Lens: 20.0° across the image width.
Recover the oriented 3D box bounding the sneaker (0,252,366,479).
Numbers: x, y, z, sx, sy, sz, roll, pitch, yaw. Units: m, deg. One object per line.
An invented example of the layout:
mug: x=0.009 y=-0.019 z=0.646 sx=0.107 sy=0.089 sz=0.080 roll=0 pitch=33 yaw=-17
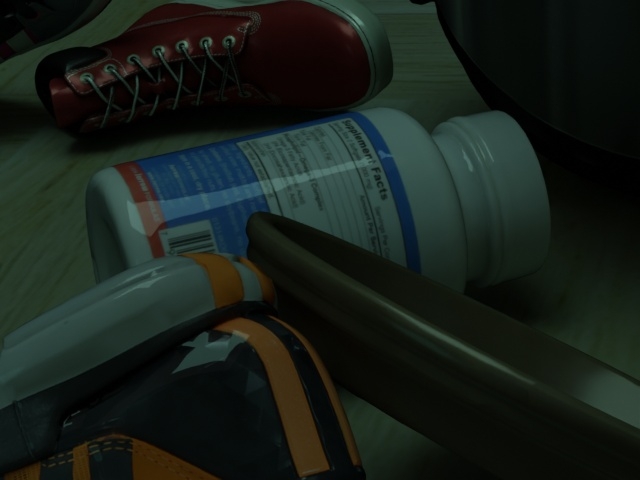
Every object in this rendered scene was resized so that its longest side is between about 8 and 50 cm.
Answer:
sneaker: x=-0.121 y=0.153 z=0.629 sx=0.321 sy=0.180 sz=0.124 roll=-32 pitch=-19 yaw=15

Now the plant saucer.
plant saucer: x=0.090 y=0.065 z=0.717 sx=0.278 sy=0.041 sz=0.278 roll=26 pitch=4 yaw=-2

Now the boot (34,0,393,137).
boot: x=-0.083 y=-0.111 z=1.244 sx=0.176 sy=0.088 sz=0.244 roll=-27 pitch=24 yaw=-38

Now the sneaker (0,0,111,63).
sneaker: x=-0.267 y=-0.149 z=1.246 sx=0.295 sy=0.124 sz=0.178 roll=-27 pitch=13 yaw=38

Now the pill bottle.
pill bottle: x=0.000 y=0.000 z=0.935 sx=0.221 sy=0.124 sz=0.124 roll=-13 pitch=26 yaw=-17

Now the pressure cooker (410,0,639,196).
pressure cooker: x=0.229 y=-0.229 z=1.051 sx=0.375 sy=0.420 sz=0.370 roll=-18 pitch=58 yaw=-3
